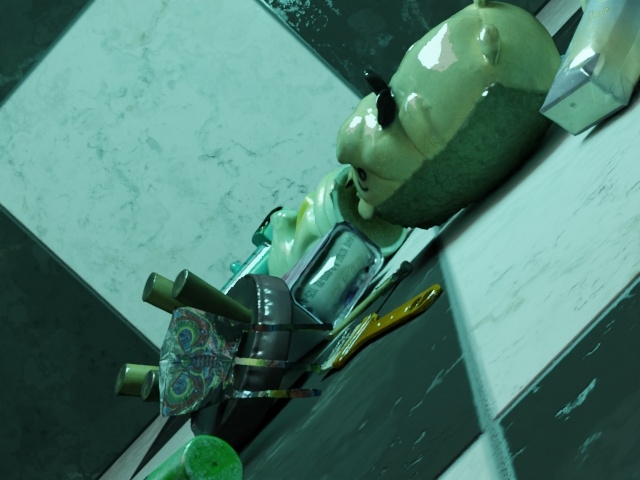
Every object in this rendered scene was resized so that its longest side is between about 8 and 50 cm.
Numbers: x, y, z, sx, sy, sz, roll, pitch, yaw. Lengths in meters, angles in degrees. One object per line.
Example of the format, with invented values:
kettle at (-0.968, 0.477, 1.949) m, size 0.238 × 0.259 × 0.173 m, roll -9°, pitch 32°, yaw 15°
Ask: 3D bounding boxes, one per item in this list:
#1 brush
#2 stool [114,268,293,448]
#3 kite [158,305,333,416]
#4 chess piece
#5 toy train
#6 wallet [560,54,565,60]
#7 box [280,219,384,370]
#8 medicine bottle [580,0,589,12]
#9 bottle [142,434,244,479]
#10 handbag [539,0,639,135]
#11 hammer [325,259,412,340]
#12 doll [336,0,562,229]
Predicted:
brush at (0.075, 0.105, 1.568) m, size 0.090 × 0.017 × 0.314 m, roll -52°, pitch 5°, yaw -27°
stool at (-0.172, 0.159, 1.880) m, size 0.272 × 0.178 × 0.272 m, roll -51°, pitch 29°, yaw 42°
kite at (-0.107, 0.155, 1.665) m, size 0.285 × 0.015 × 0.152 m, roll -4°, pitch 74°, yaw 34°
chess piece at (0.000, 0.000, 2.190) m, size 0.298 × 0.176 × 0.176 m, roll -34°, pitch 11°, yaw 46°
toy train at (-0.097, 0.097, 2.347) m, size 0.298 × 0.194 × 0.120 m, roll -49°, pitch 5°, yaw -19°
wallet at (0.333, -0.212, 1.851) m, size 0.167 × 0.036 × 0.222 m, roll -47°, pitch 3°, yaw -3°
box at (-0.046, 0.124, 2.076) m, size 0.190 × 0.112 × 0.370 m, roll -56°, pitch 9°, yaw -35°
medicine bottle at (0.435, -0.371, 1.750) m, size 0.114 × 0.114 × 0.252 m, roll -45°, pitch 4°, yaw 37°
bottle at (-0.214, 0.354, 1.607) m, size 0.330 × 0.093 × 0.093 m, roll -45°, pitch 4°, yaw 39°
handbag at (0.319, -0.211, 1.424) m, size 0.173 × 0.095 × 0.117 m, roll -58°, pitch 11°, yaw -24°
hammer at (0.060, 0.088, 1.740) m, size 0.182 × 0.017 × 0.062 m, roll -39°, pitch -6°, yaw -43°
doll at (0.163, -0.161, 1.705) m, size 0.349 × 0.247 × 0.247 m, roll -55°, pitch -2°, yaw 36°
